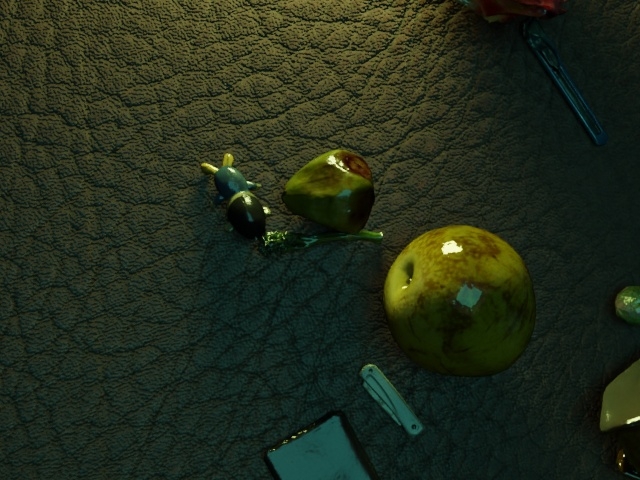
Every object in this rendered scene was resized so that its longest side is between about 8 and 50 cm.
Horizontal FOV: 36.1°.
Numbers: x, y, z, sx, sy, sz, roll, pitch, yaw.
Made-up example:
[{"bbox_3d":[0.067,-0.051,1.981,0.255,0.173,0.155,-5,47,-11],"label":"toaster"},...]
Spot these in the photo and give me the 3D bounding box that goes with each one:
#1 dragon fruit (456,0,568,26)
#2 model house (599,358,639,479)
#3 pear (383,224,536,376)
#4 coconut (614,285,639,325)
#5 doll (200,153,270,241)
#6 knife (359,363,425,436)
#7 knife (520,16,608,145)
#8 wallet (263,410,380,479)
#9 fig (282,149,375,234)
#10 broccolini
[{"bbox_3d":[0.322,-0.573,1.803,0.371,0.249,0.386,-14,92,-24],"label":"dragon fruit"},{"bbox_3d":[0.655,0.342,1.827,0.220,0.199,0.229,-14,118,29],"label":"model house"},{"bbox_3d":[0.246,0.109,1.723,0.281,0.281,0.280,1,86,-8],"label":"pear"},{"bbox_3d":[0.602,0.124,1.868,0.082,0.081,0.083,-30,46,-8],"label":"coconut"},{"bbox_3d":[-0.150,-0.072,1.782,0.102,0.089,0.179,-23,66,-9],"label":"doll"},{"bbox_3d":[0.129,0.298,1.817,0.044,0.023,0.162,-39,91,-11],"label":"knife"},{"bbox_3d":[0.476,-0.312,1.909,0.044,0.026,0.296,-34,90,-21],"label":"knife"},{"bbox_3d":[0.041,0.485,1.783,0.170,0.044,0.321,-29,87,-10],"label":"wallet"},{"bbox_3d":[0.017,-0.082,1.771,0.166,0.144,0.154,-9,103,11],"label":"fig"},{"bbox_3d":[0.000,0.000,1.817,0.239,0.051,0.054,-4,111,-14],"label":"broccolini"}]
